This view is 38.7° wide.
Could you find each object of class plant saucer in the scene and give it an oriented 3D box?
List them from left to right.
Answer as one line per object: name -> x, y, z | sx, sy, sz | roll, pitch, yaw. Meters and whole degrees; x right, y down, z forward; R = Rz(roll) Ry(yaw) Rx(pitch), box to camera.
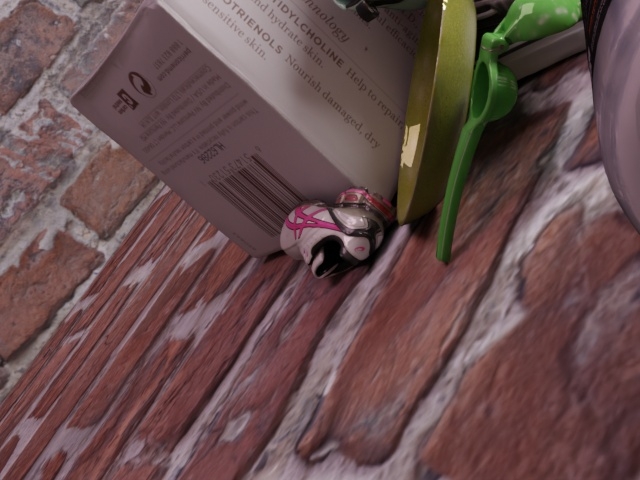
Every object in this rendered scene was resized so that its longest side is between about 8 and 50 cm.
plant saucer -> 0.108, -0.130, 0.844 | 0.241, 0.037, 0.241 | -171, 90, -90

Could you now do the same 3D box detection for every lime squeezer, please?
lime squeezer -> 0.165, -0.127, 0.726 | 0.310, 0.110, 0.059 | -48, 35, 10

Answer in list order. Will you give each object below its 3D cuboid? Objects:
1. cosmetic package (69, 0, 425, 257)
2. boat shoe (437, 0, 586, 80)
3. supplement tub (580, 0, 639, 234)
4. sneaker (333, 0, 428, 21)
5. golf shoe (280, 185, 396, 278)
cosmetic package -> -0.030, -0.245, 1.119 | 0.329, 0.327, 0.394 | -22, 31, 58
boat shoe -> 0.226, -0.244, 0.814 | 0.335, 0.119, 0.121 | -29, 26, 50
supplement tub -> 0.224, -0.129, 0.441 | 0.193, 0.193, 0.316 | -39, 20, 32
sneaker -> 0.105, -0.302, 0.863 | 0.151, 0.094, 0.256 | -18, -18, -35
golf shoe -> 0.000, 0.000, 0.961 | 0.186, 0.067, 0.086 | -19, 36, 60
